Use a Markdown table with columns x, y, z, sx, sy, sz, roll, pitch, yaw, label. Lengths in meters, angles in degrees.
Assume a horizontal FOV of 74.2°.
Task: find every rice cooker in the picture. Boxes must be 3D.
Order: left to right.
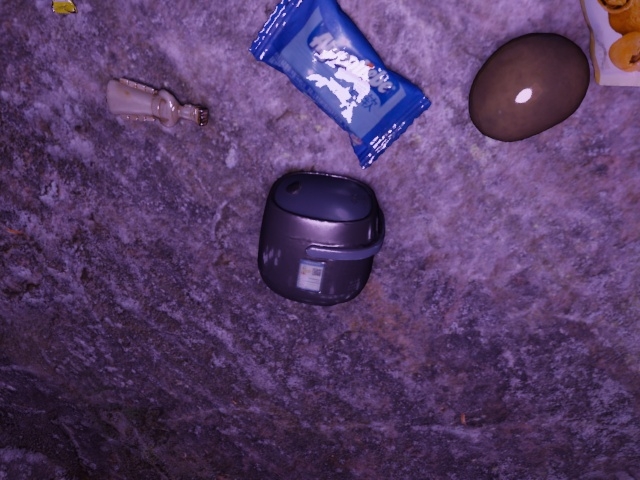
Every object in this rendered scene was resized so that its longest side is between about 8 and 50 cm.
| x | y | z | sx | sy | sz | roll | pitch | yaw | label |
| --- | --- | --- | --- | --- | --- | --- | --- | --- | --- |
| 0.000 | 0.000 | 0.866 | 0.267 | 0.267 | 0.225 | 11 | 121 | 5 | rice cooker |

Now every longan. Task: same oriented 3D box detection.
| x | y | z | sx | sy | sz | roll | pitch | yaw | label |
| --- | --- | --- | --- | --- | --- | --- | --- | --- | --- |
| 0.343 | -0.252 | 0.706 | 0.189 | 0.189 | 0.189 | 5 | 120 | 8 | longan |

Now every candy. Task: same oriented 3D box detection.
| x | y | z | sx | sy | sz | roll | pitch | yaw | label |
| --- | --- | --- | --- | --- | --- | --- | --- | --- | --- |
| 0.033 | -0.307 | 0.788 | 0.331 | 0.077 | 0.187 | 41 | 111 | -13 | candy |

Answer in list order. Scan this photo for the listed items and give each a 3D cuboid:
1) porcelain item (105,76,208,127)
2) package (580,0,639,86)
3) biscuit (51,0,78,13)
| x | y | z | sx | sy | sz | roll | pitch | yaw | label |
| --- | --- | --- | --- | --- | --- | --- | --- | --- | --- |
| -0.333 | -0.281 | 0.882 | 0.213 | 0.054 | 0.084 | 12 | 123 | 5 | porcelain item |
| 0.505 | -0.398 | 0.593 | 0.165 | 0.221 | 0.311 | -30 | 112 | 2 | package |
| -0.506 | -0.577 | 0.767 | 0.048 | 0.026 | 0.292 | 3 | 120 | 5 | biscuit |
